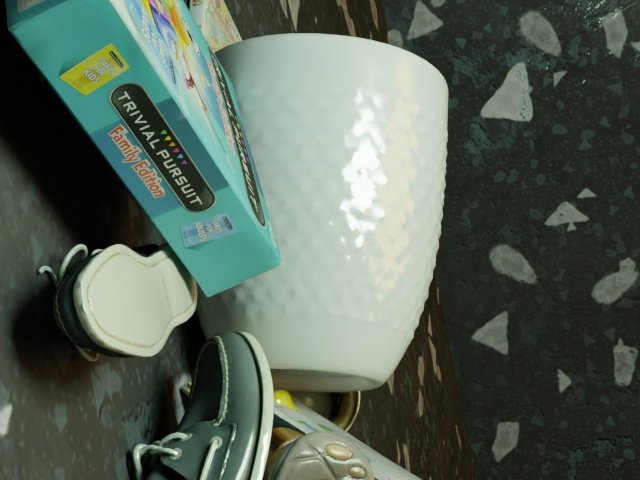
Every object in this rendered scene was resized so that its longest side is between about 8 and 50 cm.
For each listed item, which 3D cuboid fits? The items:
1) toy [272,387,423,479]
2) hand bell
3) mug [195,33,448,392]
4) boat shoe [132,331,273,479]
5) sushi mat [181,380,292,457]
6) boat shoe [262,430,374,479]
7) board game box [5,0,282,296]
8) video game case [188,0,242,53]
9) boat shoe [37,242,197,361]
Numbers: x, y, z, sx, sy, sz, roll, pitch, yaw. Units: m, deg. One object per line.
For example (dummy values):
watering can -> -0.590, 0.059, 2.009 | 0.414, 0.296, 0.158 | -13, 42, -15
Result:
toy -> 0.019, 0.219, 1.228 | 0.056, 0.237, 0.137 | -58, 158, 4
hand bell -> -0.011, 0.214, 1.602 | 0.242, 0.126, 0.126 | 81, 3, -75
mug -> 0.000, 0.000, 1.379 | 0.374, 0.276, 0.328 | 60, 32, -72
boat shoe -> -0.111, 0.204, 1.080 | 0.116, 0.099, 0.319 | -48, -151, 46
sushi mat -> -0.002, 0.247, 1.266 | 0.316, 0.019, 0.151 | 39, 2, 19
boat shoe -> -0.036, 0.326, 1.088 | 0.116, 0.123, 0.324 | -13, -122, 65
board game box -> -0.150, -0.151, 1.057 | 0.336, 0.079, 0.254 | 59, 10, -48
video game case -> -0.115, -0.185, 1.550 | 0.227, 0.026, 0.206 | 63, 21, -52
boat shoe -> -0.168, 0.045, 1.019 | 0.254, 0.079, 0.095 | -50, 127, -77
